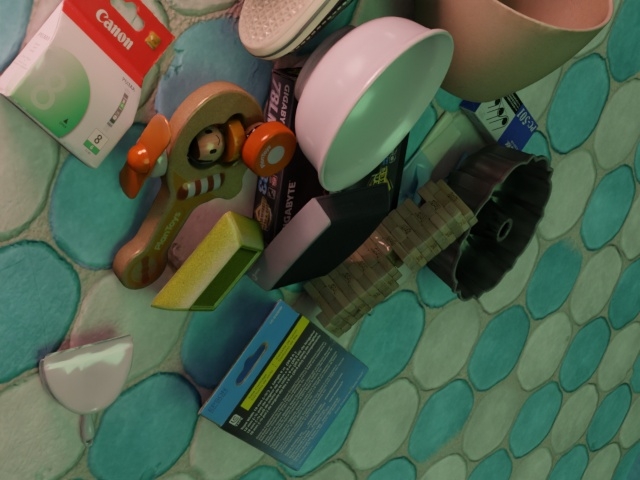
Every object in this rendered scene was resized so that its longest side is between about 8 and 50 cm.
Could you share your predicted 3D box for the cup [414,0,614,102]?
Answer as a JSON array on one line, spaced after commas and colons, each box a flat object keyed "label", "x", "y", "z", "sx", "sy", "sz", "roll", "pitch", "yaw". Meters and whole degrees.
[{"label": "cup", "x": 0.288, "y": -0.375, "z": 1.718, "sx": 0.331, "sy": 0.331, "sz": 0.237, "roll": -17, "pitch": 150, "yaw": -39}]

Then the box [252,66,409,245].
[{"label": "box", "x": 0.028, "y": -0.153, "z": 1.734, "sx": 0.293, "sy": 0.073, "sz": 0.296, "roll": -13, "pitch": 121, "yaw": -42}]

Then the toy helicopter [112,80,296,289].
[{"label": "toy helicopter", "x": -0.213, "y": -0.076, "z": 1.491, "sx": 0.235, "sy": 0.140, "sz": 0.355, "roll": 8, "pitch": 119, "yaw": -54}]

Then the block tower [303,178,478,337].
[{"label": "block tower", "x": 0.121, "y": 0.029, "z": 1.842, "sx": 0.335, "sy": 0.097, "sz": 0.091, "roll": -41, "pitch": 153, "yaw": 3}]

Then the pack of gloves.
[{"label": "pack of gloves", "x": 0.228, "y": -0.105, "z": 1.985, "sx": 0.232, "sy": 0.046, "sz": 0.195, "roll": -53, "pitch": 138, "yaw": -8}]

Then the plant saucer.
[{"label": "plant saucer", "x": -0.162, "y": 0.047, "z": 1.589, "sx": 0.188, "sy": 0.045, "sz": 0.188, "roll": -50, "pitch": 168, "yaw": 4}]

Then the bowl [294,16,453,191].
[{"label": "bowl", "x": 0.056, "y": -0.228, "z": 1.525, "sx": 0.298, "sy": 0.134, "sz": 0.298, "roll": -44, "pitch": 164, "yaw": -16}]

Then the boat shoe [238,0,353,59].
[{"label": "boat shoe", "x": 0.069, "y": -0.443, "z": 1.520, "sx": 0.500, "sy": 0.186, "sz": 0.156, "roll": -53, "pitch": 134, "yaw": -16}]

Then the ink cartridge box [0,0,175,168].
[{"label": "ink cartridge box", "x": -0.300, "y": -0.234, "z": 1.362, "sx": 0.225, "sy": 0.056, "sz": 0.181, "roll": -52, "pitch": 139, "yaw": -7}]

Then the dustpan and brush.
[{"label": "dustpan and brush", "x": -0.363, "y": 0.244, "z": 1.587, "sx": 0.147, "sy": 0.060, "sz": 0.211, "roll": -12, "pitch": 115, "yaw": -29}]

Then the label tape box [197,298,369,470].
[{"label": "label tape box", "x": -0.086, "y": 0.247, "z": 1.824, "sx": 0.241, "sy": 0.106, "sz": 0.333, "roll": -54, "pitch": 139, "yaw": -7}]

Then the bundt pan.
[{"label": "bundt pan", "x": 0.320, "y": -0.049, "z": 2.026, "sx": 0.331, "sy": 0.124, "sz": 0.331, "roll": -35, "pitch": 143, "yaw": -32}]

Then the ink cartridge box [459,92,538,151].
[{"label": "ink cartridge box", "x": 0.361, "y": -0.249, "z": 2.034, "sx": 0.097, "sy": 0.046, "sz": 0.207, "roll": -56, "pitch": 140, "yaw": -4}]

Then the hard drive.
[{"label": "hard drive", "x": 0.000, "y": 0.000, "z": 1.662, "sx": 0.172, "sy": 0.054, "sz": 0.255, "roll": -14, "pitch": 159, "yaw": -37}]
